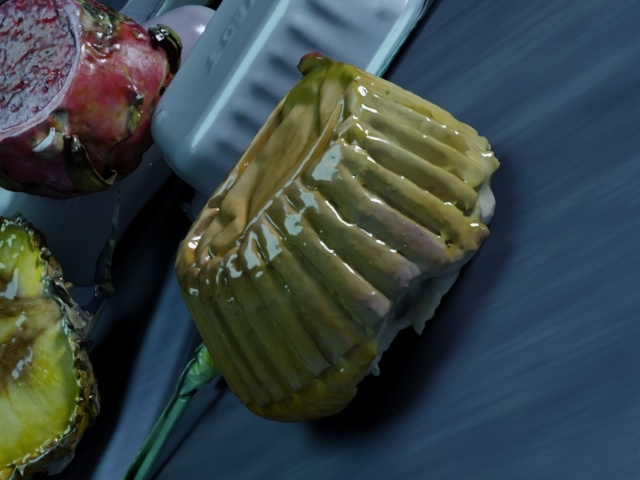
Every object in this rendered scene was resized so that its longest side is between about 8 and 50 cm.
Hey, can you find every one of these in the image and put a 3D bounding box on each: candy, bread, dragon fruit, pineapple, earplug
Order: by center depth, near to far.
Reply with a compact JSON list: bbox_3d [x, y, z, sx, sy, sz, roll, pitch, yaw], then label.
[{"bbox_3d":[0.000,0.000,1.360,0.274,0.149,0.274,-45,24,27],"label":"bread"},{"bbox_3d":[-0.104,0.115,1.553,0.262,0.073,0.077,-59,4,19],"label":"candy"},{"bbox_3d":[-0.270,-0.134,1.767,0.282,0.147,0.211,-27,69,13],"label":"dragon fruit"},{"bbox_3d":[-0.265,0.129,1.780,0.158,0.161,0.334,2,73,19],"label":"pineapple"},{"bbox_3d":[-0.199,-0.117,1.889,0.301,0.172,0.172,-47,26,14],"label":"earplug"}]

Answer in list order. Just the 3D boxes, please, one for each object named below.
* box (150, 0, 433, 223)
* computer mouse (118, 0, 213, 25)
[{"bbox_3d":[-0.047,-0.157,1.685,0.336,0.106,0.264,-58,24,6],"label":"box"},{"bbox_3d":[-0.144,-0.308,2.098,0.245,0.056,0.126,-56,29,-9],"label":"computer mouse"}]
